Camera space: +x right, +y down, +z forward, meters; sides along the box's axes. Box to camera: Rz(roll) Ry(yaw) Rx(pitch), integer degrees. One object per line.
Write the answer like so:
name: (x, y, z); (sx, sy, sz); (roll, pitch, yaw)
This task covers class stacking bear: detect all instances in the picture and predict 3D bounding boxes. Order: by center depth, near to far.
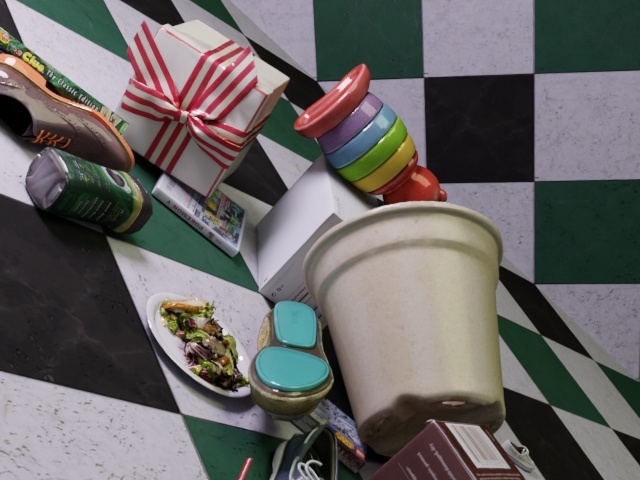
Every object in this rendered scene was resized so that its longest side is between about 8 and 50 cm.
stacking bear: (0.109, -0.154, 1.934); (0.289, 0.175, 0.164); (47, 14, -15)

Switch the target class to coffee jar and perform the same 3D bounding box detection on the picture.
coffee jar: (-0.336, -0.070, 1.544); (0.184, 0.079, 0.096); (19, 27, -52)

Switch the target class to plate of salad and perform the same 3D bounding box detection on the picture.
plate of salad: (-0.163, 0.141, 1.493); (0.200, 0.048, 0.200); (40, 17, -15)

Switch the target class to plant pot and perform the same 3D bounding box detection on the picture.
plant pot: (0.153, 0.158, 1.635); (0.334, 0.334, 0.305); (29, 41, -40)

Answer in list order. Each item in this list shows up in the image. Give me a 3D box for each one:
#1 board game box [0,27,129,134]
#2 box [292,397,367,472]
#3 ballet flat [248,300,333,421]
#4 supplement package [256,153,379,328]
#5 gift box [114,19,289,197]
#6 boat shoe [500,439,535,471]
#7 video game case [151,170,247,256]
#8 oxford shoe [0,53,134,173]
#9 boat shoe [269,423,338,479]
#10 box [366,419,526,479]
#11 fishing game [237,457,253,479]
board game box: (-0.439, -0.246, 1.689); (0.260, 0.030, 0.136); (37, -22, -20)
box: (0.013, 0.282, 1.590); (0.137, 0.027, 0.094); (41, 16, -9)
ballet flat: (-0.047, 0.195, 1.511); (0.123, 0.123, 0.348); (40, 12, -11)
supplement package: (0.000, 0.000, 1.921); (0.145, 0.204, 0.262); (36, 19, -21)
gift box: (-0.221, -0.266, 1.897); (0.255, 0.276, 0.258); (28, 20, 1)
boat shoe: (0.402, 0.429, 2.100); (0.100, 0.035, 0.035); (36, 19, -22)
video game case: (-0.215, -0.067, 1.906); (0.183, 0.023, 0.201); (39, 17, -13)
oxford shoe: (-0.416, -0.170, 1.622); (0.271, 0.097, 0.098); (34, 39, -17)
boat shoe: (-0.014, 0.326, 1.338); (0.095, 0.079, 0.254); (48, 18, -12)
box: (0.168, 0.373, 1.427); (0.168, 0.203, 0.167); (17, 32, -55)
fishing game: (-0.011, 0.377, 1.200); (0.264, 0.041, 0.189); (44, 40, -15)
